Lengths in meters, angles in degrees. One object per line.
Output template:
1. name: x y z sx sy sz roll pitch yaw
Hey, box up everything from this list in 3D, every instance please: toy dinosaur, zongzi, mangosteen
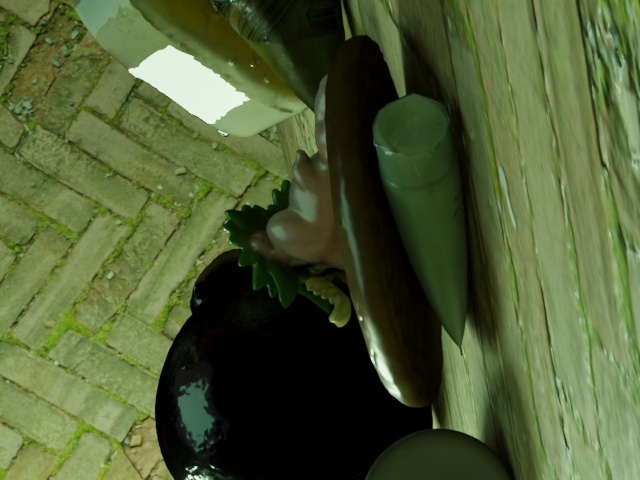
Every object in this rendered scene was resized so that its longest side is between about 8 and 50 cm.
1. toy dinosaur: 0.028 -0.034 1.383 0.177 0.152 0.194 -27 83 47
2. zongzi: -0.033 -0.246 1.561 0.289 0.123 0.260 58 -166 -17
3. mangosteen: -0.033 0.127 1.529 0.275 0.275 0.302 81 174 -56

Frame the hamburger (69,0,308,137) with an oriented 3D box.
1. hamburger: -0.119 -0.233 1.666 0.295 0.151 0.227 36 -156 -33

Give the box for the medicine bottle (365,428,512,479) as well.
1. medicine bottle: 0.081 0.202 1.186 0.191 0.107 0.107 86 170 -74

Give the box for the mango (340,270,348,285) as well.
1. mango: 0.000 0.000 1.758 0.133 0.111 0.267 61 -179 -20

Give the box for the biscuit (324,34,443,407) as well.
1. biscuit: 0.042 -0.013 1.118 0.262 0.037 0.262 -11 -90 -79

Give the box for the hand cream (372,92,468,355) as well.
1. hand cream: 0.071 -0.010 1.049 0.205 0.050 0.078 73 -178 -53
